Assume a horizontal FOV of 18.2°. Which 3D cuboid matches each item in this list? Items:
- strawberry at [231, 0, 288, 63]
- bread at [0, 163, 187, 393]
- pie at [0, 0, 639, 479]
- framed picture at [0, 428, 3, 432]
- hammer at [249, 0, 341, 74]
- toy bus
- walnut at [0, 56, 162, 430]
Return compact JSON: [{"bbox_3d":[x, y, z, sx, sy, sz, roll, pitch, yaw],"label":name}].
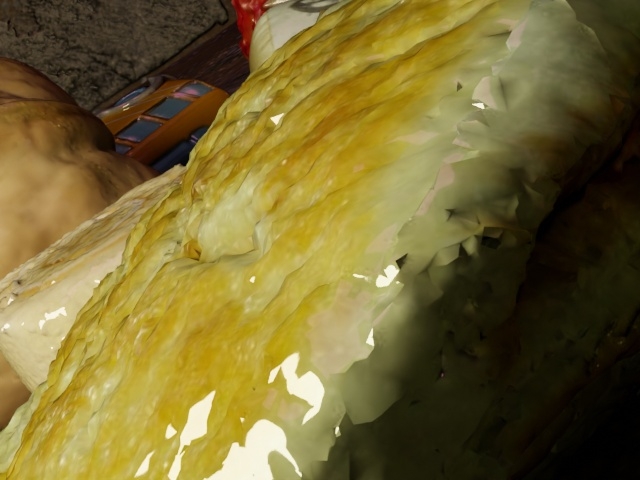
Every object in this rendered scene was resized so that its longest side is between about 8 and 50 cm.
[{"bbox_3d":[0.020,-0.166,1.627,0.205,0.205,0.244,-39,-9,-24],"label":"strawberry"},{"bbox_3d":[-0.078,0.050,1.024,0.148,0.141,0.134,-40,12,-24],"label":"bread"},{"bbox_3d":[0.001,0.054,0.758,0.418,0.180,0.395,-50,12,-18],"label":"pie"},{"bbox_3d":[-0.258,0.151,1.096,0.231,0.173,0.010,-29,49,25],"label":"framed picture"},{"bbox_3d":[0.062,-0.086,1.267,0.202,0.113,0.305,-14,24,0],"label":"hammer"},{"bbox_3d":[-0.140,-0.040,1.605,0.209,0.126,0.136,-40,22,-28],"label":"toy bus"},{"bbox_3d":[-0.237,0.022,1.244,0.285,0.296,0.285,-33,-30,-22],"label":"walnut"}]
